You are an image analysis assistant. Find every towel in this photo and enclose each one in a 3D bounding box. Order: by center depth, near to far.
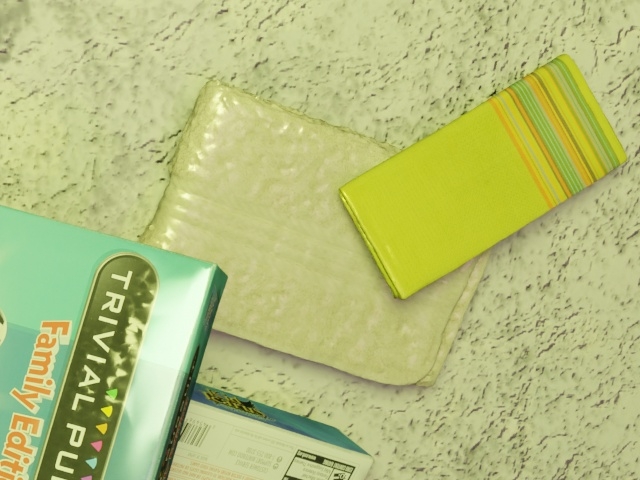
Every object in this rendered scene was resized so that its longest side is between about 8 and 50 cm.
[{"bbox_3d":[0.129,-0.052,1.421,0.237,0.021,0.102,-31,94,-22],"label":"towel"},{"bbox_3d":[0.000,0.000,1.422,0.282,0.049,0.187,20,97,-23],"label":"towel"}]

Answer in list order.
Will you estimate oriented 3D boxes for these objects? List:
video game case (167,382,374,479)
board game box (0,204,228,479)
[{"bbox_3d":[-0.119,0.233,1.406,0.269,0.061,0.244,23,98,-41],"label":"video game case"},{"bbox_3d":[-0.258,0.095,1.184,0.336,0.079,0.254,15,83,5],"label":"board game box"}]
